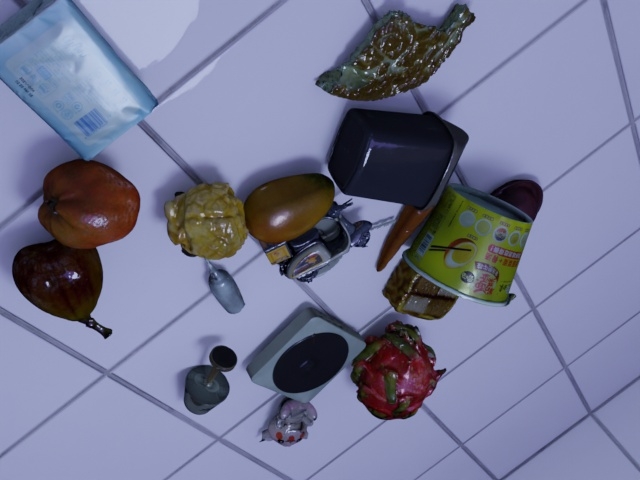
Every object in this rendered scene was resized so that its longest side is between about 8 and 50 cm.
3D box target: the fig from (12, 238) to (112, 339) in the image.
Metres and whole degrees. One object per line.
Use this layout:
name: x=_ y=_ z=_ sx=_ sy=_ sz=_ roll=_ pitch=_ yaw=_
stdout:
fig: x=-0.508 y=0.105 z=1.541 sx=0.170 sy=0.145 sz=0.274 roll=-23 pitch=128 yaw=-3

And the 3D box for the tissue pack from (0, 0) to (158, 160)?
tissue pack: x=-0.433 y=-0.285 z=1.296 sx=0.177 sy=0.089 sz=0.263 roll=-37 pitch=134 yaw=1

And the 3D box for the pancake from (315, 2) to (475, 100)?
pancake: x=0.159 y=-0.404 z=1.580 sx=0.376 sy=0.054 sz=0.197 roll=-25 pitch=137 yaw=-13

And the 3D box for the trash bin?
trash bin: x=0.181 y=-0.187 z=1.692 sx=0.290 sy=0.182 sz=0.209 roll=3 pitch=127 yaw=-27

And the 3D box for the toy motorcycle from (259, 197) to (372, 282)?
toy motorcycle: x=0.000 y=0.000 z=1.798 sx=0.263 sy=0.091 sz=0.157 roll=-28 pitch=129 yaw=-2

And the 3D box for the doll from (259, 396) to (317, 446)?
doll: x=-0.093 y=0.537 z=2.216 sx=0.149 sy=0.095 sz=0.192 roll=1 pitch=128 yaw=-25

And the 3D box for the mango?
mango: x=-0.070 y=-0.073 z=1.675 sx=0.221 sy=0.120 sz=0.151 roll=-19 pitch=140 yaw=-16

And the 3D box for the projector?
projector: x=-0.039 y=0.317 z=2.064 sx=0.259 sy=0.079 sz=0.257 roll=-45 pitch=136 yaw=11

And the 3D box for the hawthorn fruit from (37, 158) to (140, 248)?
hawthorn fruit: x=-0.437 y=-0.067 z=1.422 sx=0.189 sy=0.189 sz=0.189 roll=-17 pitch=134 yaw=-18

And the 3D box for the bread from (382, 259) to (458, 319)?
bread: x=0.290 y=0.136 z=2.098 sx=0.222 sy=0.096 sz=0.181 roll=15 pitch=116 yaw=-39

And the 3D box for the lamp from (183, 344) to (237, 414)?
lamp: x=-0.284 y=0.362 z=1.921 sx=0.121 sy=0.121 sz=0.215 roll=2 pitch=139 yaw=-33

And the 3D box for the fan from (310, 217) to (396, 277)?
fan: x=0.044 y=-0.001 z=1.887 sx=0.329 sy=0.009 sz=0.191 roll=-21 pitch=132 yaw=-11

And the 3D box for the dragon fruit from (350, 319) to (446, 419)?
dragon fruit: x=0.214 y=0.380 z=2.174 sx=0.231 sy=0.237 sz=0.303 roll=-27 pitch=129 yaw=-39

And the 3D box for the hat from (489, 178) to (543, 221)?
hat: x=0.536 y=-0.076 z=2.064 sx=0.205 sy=0.089 sz=0.205 roll=-16 pitch=134 yaw=-18

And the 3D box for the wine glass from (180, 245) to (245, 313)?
wine glass: x=-0.242 y=0.088 z=1.754 sx=0.074 sy=0.074 sz=0.262 roll=-29 pitch=138 yaw=-6

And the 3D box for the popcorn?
popcorn: x=-0.239 y=-0.040 z=1.581 sx=0.180 sy=0.170 sz=0.180 roll=-35 pitch=147 yaw=-27

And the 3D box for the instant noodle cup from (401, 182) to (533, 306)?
instant noodle cup: x=0.394 y=0.002 z=1.915 sx=0.311 sy=0.311 sz=0.221 roll=9 pitch=113 yaw=-36

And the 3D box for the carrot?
carrot: x=0.223 y=-0.044 z=1.931 sx=0.069 sy=0.069 sz=0.336 roll=7 pitch=129 yaw=-35
